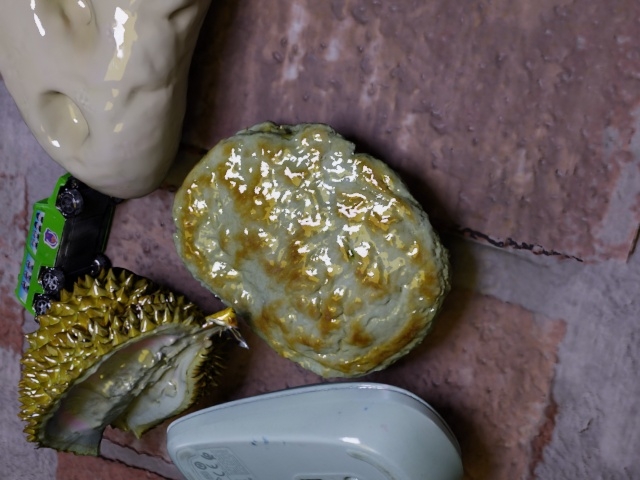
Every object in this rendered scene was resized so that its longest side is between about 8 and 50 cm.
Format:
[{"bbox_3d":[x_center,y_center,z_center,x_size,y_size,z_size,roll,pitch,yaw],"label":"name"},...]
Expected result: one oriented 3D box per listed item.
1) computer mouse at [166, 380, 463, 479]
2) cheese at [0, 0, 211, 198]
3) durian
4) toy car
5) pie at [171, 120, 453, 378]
[{"bbox_3d":[-0.005,0.189,1.066,0.288,0.097,0.159,-10,131,37],"label":"computer mouse"},{"bbox_3d":[-0.151,-0.231,0.939,0.328,0.129,0.351,-25,97,30],"label":"cheese"},{"bbox_3d":[-0.174,0.088,1.049,0.237,0.193,0.137,-29,61,22],"label":"durian"},{"bbox_3d":[-0.241,0.000,1.106,0.062,0.071,0.165,32,120,23],"label":"toy car"},{"bbox_3d":[0.000,0.000,0.996,0.248,0.090,0.201,42,115,4],"label":"pie"}]
